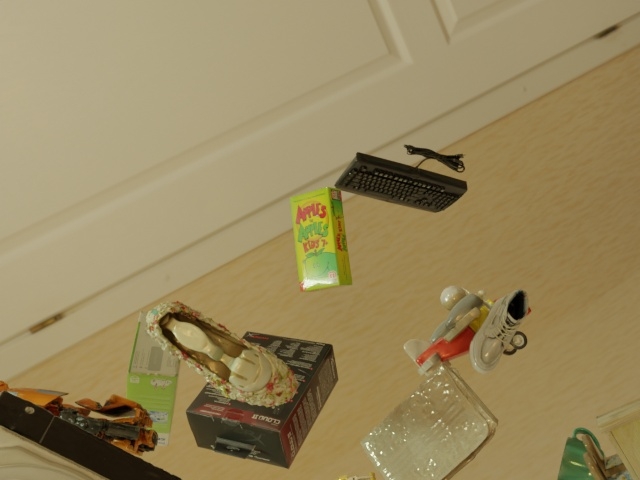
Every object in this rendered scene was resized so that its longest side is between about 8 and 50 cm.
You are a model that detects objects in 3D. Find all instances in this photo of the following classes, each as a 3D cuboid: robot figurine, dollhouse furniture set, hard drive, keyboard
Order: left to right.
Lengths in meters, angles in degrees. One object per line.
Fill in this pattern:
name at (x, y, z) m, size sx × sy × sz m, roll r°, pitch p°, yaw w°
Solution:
robot figurine at (-0.413, 0.299, 1.163) m, size 0.211 × 0.291 × 0.085 m, roll 95°, pitch -177°, yaw -66°
hard drive at (-0.290, 0.353, 0.838) m, size 0.339 × 0.237 × 0.064 m, roll 33°, pitch -161°, yaw -15°
keyboard at (0.210, -0.147, 1.609) m, size 0.201 × 0.317 × 0.033 m, roll -52°, pitch 38°, yaw 42°
dollhouse furniture set at (0.464, 0.266, 0.950) m, size 0.160 × 0.212 × 0.242 m, roll 61°, pitch -162°, yaw 5°

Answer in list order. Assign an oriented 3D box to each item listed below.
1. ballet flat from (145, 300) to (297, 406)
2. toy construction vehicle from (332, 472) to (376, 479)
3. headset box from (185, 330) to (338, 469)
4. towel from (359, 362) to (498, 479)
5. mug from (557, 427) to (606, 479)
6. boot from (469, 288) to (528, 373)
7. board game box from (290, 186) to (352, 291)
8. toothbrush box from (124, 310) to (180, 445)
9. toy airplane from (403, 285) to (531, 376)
ballet flat at (-0.140, 0.165, 0.973) m, size 0.241 × 0.091 × 0.077 m, roll 29°, pitch 167°, yaw -5°
toy construction vehicle at (0.042, 0.402, 1.057) m, size 0.035 × 0.098 × 0.085 m, roll 67°, pitch -168°, yaw -50°
headset box at (-0.120, 0.331, 1.439) m, size 0.218 × 0.293 × 0.110 m, roll 5°, pitch 123°, yaw 24°
towel at (0.229, 0.416, 1.479) m, size 0.049 × 0.282 × 0.187 m, roll 26°, pitch -158°, yaw -54°
mug at (0.606, 0.516, 1.592) m, size 0.098 × 0.157 × 0.129 m, roll 13°, pitch 174°, yaw 24°
boot at (0.505, 0.247, 1.946) m, size 0.095 × 0.258 × 0.123 m, roll 29°, pitch 148°, yaw 0°
board game box at (0.000, 0.000, 1.289) m, size 0.092 × 0.043 × 0.181 m, roll -13°, pitch 80°, yaw 36°
toothbrush box at (-0.422, 0.353, 1.764) m, size 0.206 × 0.122 × 0.283 m, roll -94°, pitch 14°, yaw -50°
toy airplane at (0.446, 0.285, 2.264) m, size 0.386 × 0.385 × 0.272 m, roll -33°, pitch 68°, yaw 37°
